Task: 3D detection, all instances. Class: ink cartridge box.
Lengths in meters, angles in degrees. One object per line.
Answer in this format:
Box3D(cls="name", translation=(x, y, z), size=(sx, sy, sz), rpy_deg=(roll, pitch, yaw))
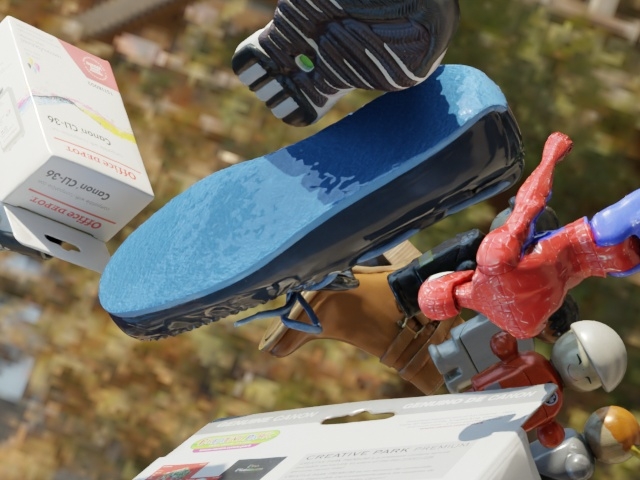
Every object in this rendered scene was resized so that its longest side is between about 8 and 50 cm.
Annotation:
Box3D(cls="ink cartridge box", translation=(-0.206, -0.074, 1.515), size=(0.067, 0.115, 0.198), rpy_deg=(-41, 51, 25))
Box3D(cls="ink cartridge box", translation=(-0.006, 0.216, 1.234), size=(0.272, 0.309, 0.130), rpy_deg=(-38, -67, -51))

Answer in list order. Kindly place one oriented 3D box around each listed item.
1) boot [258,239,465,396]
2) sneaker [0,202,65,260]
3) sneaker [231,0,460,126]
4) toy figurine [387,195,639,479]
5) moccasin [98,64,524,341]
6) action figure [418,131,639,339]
Box3D(cls="boot", translation=(0.050, 0.086, 1.728), size=(0.197, 0.152, 0.073), rpy_deg=(-40, 3, -30))
Box3D(cls="sneaker", translation=(-0.430, -0.016, 2.060), size=(0.447, 0.257, 0.169), rpy_deg=(-53, -19, 13))
Box3D(cls="sneaker", translation=(0.045, -0.183, 1.342), size=(0.162, 0.106, 0.281), rpy_deg=(-48, 14, -22))
Box3D(cls="toy figurine", translation=(0.170, 0.095, 1.552), size=(0.213, 0.148, 0.209), rpy_deg=(65, -176, 39))
Box3D(cls="moccasin", translation=(0.000, 0.000, 1.419), size=(0.117, 0.342, 0.138), rpy_deg=(52, -160, -42))
Box3D(cls="action figure", translation=(0.190, -0.023, 1.189), size=(0.139, 0.280, 0.091), rpy_deg=(-98, -14, -54))
